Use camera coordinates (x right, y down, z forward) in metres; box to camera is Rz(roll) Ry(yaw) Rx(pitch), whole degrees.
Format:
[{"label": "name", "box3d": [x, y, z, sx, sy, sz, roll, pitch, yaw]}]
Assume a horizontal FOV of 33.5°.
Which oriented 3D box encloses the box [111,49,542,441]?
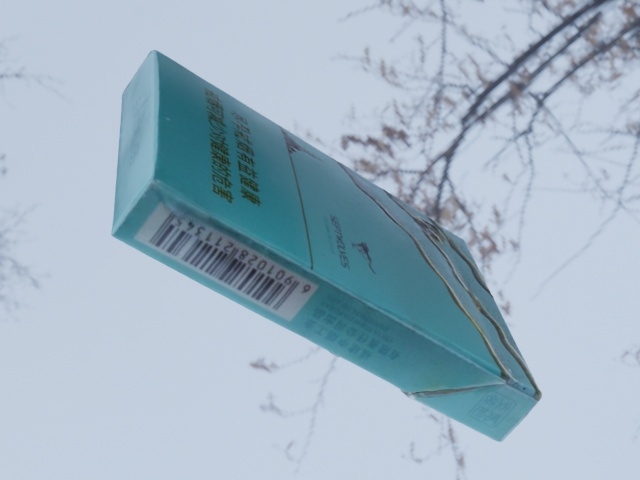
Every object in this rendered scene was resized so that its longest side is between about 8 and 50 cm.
[{"label": "box", "box3d": [0.000, 0.000, 0.556, 0.041, 0.229, 0.162, -51, -155, 20]}]
